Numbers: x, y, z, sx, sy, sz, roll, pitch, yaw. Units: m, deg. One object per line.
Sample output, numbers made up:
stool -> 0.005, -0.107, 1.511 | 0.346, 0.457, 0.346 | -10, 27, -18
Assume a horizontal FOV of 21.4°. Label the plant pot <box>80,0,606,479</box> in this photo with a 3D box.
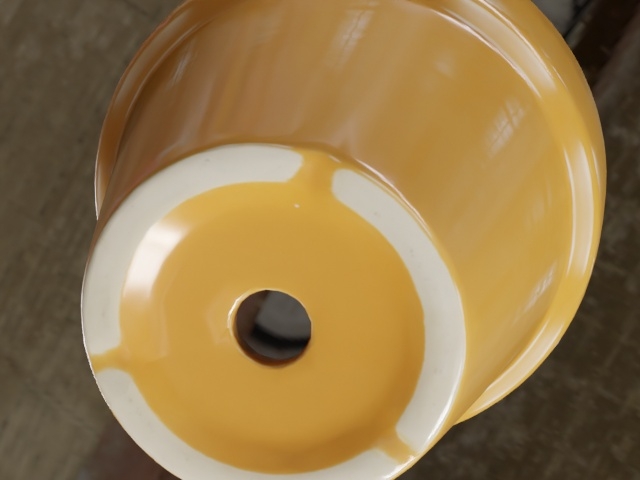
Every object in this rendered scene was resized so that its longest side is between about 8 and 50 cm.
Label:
plant pot -> 0.000, 0.000, 0.627 | 0.205, 0.205, 0.188 | -40, -174, 20
